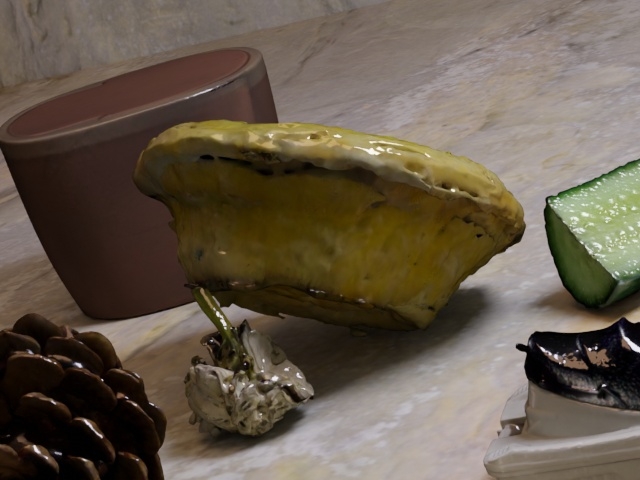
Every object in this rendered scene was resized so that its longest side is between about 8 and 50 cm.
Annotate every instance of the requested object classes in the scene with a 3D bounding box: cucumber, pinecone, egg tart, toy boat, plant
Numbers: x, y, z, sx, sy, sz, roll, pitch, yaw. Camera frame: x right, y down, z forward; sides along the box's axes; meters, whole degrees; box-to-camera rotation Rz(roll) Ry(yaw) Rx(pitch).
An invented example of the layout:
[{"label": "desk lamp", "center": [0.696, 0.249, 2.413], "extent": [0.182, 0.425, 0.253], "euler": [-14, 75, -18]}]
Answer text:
[{"label": "cucumber", "center": [0.297, -0.017, 1.564], "extent": [0.244, 0.063, 0.115], "euler": [-22, 50, -28]}, {"label": "pinecone", "center": [-0.206, 0.157, 1.286], "extent": [0.184, 0.179, 0.204], "euler": [-33, 19, 40]}, {"label": "egg tart", "center": [0.000, 0.000, 1.558], "extent": [0.345, 0.132, 0.345], "euler": [9, -10, 2]}, {"label": "toy boat", "center": [0.230, 0.082, 1.161], "extent": [0.269, 0.141, 0.141], "euler": [-26, 11, 20]}, {"label": "plant", "center": [-0.063, 0.091, 1.468], "extent": [0.104, 0.122, 0.116], "euler": [-21, 6, -29]}]

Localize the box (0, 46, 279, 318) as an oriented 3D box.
[{"label": "box", "center": [-0.173, -0.058, 1.950], "extent": [0.301, 0.216, 0.301], "euler": [-14, 14, 4]}]
